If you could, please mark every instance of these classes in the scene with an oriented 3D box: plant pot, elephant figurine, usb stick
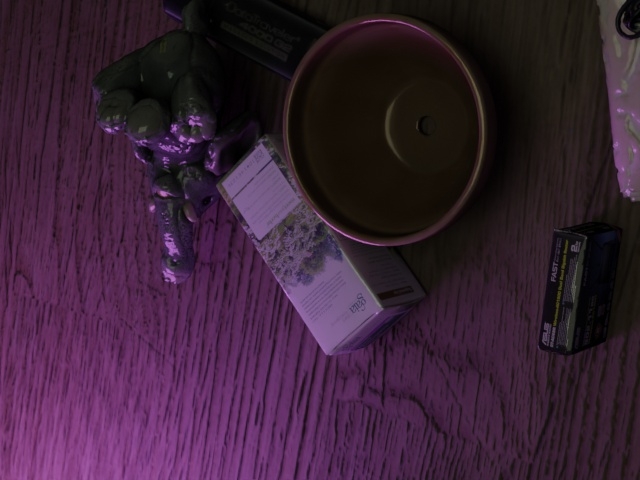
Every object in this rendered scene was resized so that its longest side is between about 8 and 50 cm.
[{"bbox_3d":[0.088,-0.116,1.615,0.237,0.109,0.237,4,97,32],"label":"plant pot"},{"bbox_3d":[-0.152,-0.106,1.758,0.186,0.239,0.169,-28,49,-1],"label":"elephant figurine"},{"bbox_3d":[-0.065,-0.236,1.740,0.278,0.045,0.077,31,104,27],"label":"usb stick"}]

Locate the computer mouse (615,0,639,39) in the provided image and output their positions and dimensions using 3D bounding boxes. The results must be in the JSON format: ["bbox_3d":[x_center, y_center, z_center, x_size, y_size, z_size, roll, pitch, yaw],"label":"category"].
[{"bbox_3d":[0.392,-0.151,1.388,0.184,0.060,0.262,-38,64,34],"label":"computer mouse"}]

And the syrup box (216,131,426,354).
[{"bbox_3d":[0.000,0.000,1.694,0.093,0.096,0.237,-44,73,31],"label":"syrup box"}]

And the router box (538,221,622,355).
[{"bbox_3d":[0.256,0.046,1.536,0.038,0.092,0.122,12,102,31],"label":"router box"}]

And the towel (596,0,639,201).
[{"bbox_3d":[0.406,-0.215,1.433,0.317,0.053,0.332,-6,92,32],"label":"towel"}]
